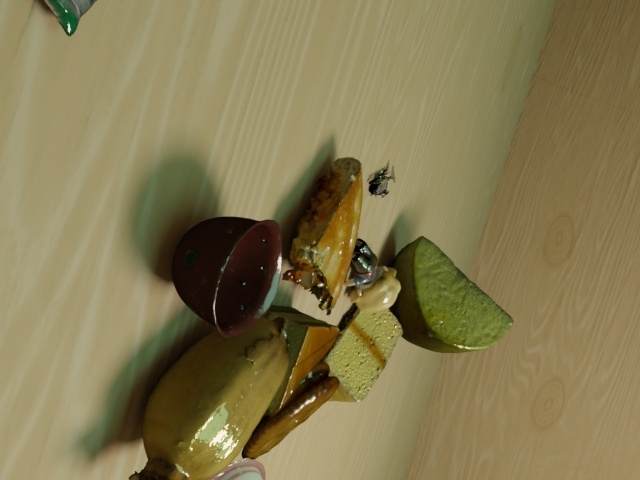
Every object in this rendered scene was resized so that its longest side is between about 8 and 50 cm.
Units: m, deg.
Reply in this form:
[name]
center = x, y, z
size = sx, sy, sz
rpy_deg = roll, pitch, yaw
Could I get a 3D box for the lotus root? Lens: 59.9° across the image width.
[lotus root]
center = -0.145, 0.213, 0.753
size = 0.303, 0.131, 0.146
rpy_deg = -51, 125, -41

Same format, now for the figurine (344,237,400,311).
[figurine]
center = 0.107, 0.084, 1.267
size = 0.196, 0.108, 0.114
rpy_deg = 54, 45, -40

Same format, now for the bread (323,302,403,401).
[bread]
center = 0.097, 0.269, 1.350
size = 0.266, 0.142, 0.178
rpy_deg = -48, 162, -39

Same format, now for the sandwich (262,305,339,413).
[sandwich]
center = -0.060, 0.192, 0.941
size = 0.144, 0.117, 0.187
rpy_deg = -69, 158, -1

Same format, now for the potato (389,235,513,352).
[potato]
center = 0.273, 0.200, 1.478
size = 0.213, 0.330, 0.280
rpy_deg = -41, 173, -31

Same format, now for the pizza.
[pizza]
center = 0.000, 0.000, 0.973
size = 0.229, 0.081, 0.289
rpy_deg = -31, 133, -65

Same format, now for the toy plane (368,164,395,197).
[toy plane]
center = 0.140, -0.130, 1.250
size = 0.121, 0.031, 0.049
rpy_deg = -36, 129, -49

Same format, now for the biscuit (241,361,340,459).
[biscuit]
center = -0.059, 0.300, 0.979
size = 0.220, 0.066, 0.220
rpy_deg = -36, 160, -16

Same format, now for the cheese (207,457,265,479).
[cheese]
center = -0.182, 0.420, 0.876
size = 0.189, 0.074, 0.286
rpy_deg = -56, 142, -4

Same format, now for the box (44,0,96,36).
[box]
center = -0.133, -0.361, 0.413
size = 0.336, 0.106, 0.264
rpy_deg = -60, 154, -24

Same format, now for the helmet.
[helmet]
center = -0.123, 0.034, 0.704
size = 0.155, 0.106, 0.175
rpy_deg = -67, 158, -6
